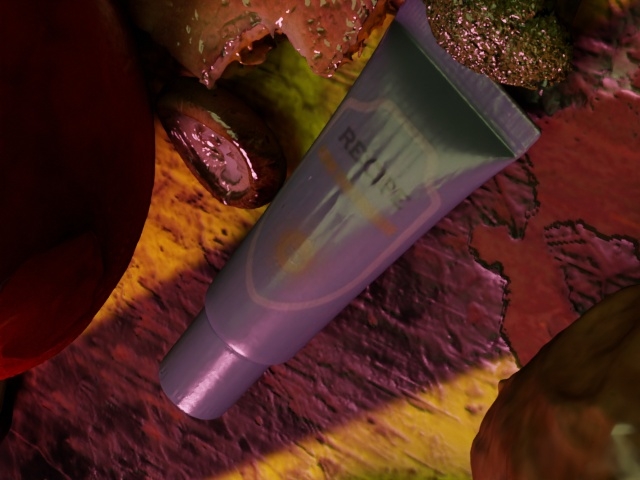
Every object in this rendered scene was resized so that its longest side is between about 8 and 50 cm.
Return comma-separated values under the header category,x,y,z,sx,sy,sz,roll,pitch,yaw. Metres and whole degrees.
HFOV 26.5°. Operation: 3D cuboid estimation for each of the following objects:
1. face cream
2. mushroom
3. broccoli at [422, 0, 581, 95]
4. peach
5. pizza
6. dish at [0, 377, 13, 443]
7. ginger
category,x,y,z,sx,sy,sz,roll,pitch,yaw
face cream,0.000,0.000,1.018,0.135,0.086,0.385,51,124,15
mushroom,-0.076,-0.079,1.058,0.123,0.052,0.123,36,157,18
broccoli,0.123,-0.157,0.850,0.120,0.130,0.131,-24,76,2
peach,-0.296,-0.067,1.033,0.388,0.388,0.388,13,112,36
pizza,-0.029,-0.192,0.973,0.305,0.085,0.161,-2,98,44
dish,-0.364,0.166,1.330,0.273,0.133,0.273,-30,46,36
ginger,0.202,0.141,0.829,0.200,0.269,0.223,41,89,-1
